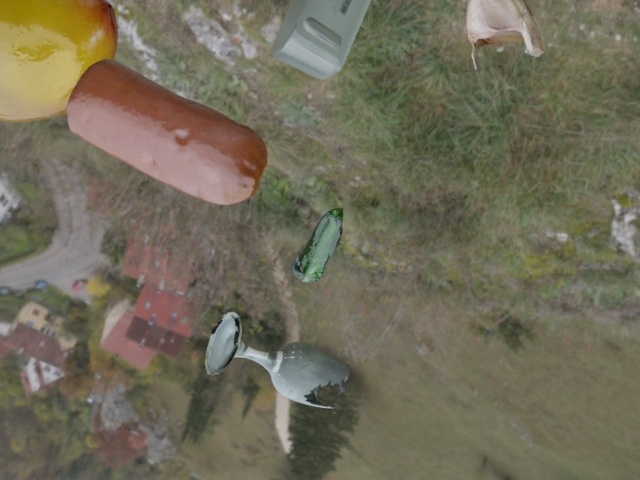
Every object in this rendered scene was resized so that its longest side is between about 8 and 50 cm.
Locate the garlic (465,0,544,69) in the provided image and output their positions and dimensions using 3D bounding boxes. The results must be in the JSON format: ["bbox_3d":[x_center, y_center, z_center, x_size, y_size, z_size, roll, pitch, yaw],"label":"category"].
[{"bbox_3d":[0.282,-0.335,0.997,0.099,0.124,0.174,-10,-178,33],"label":"garlic"}]

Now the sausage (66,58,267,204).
[{"bbox_3d":[-0.186,-0.129,0.815,0.259,0.113,0.113,28,153,10],"label":"sausage"}]

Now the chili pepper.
[{"bbox_3d":[0.003,0.001,1.318,0.062,0.108,0.216,23,140,-9],"label":"chili pepper"}]

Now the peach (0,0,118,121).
[{"bbox_3d":[-0.546,-0.369,1.224,0.289,0.308,0.289,36,139,39],"label":"peach"}]

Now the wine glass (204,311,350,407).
[{"bbox_3d":[-0.087,0.268,1.409,0.321,0.143,0.143,24,152,-27],"label":"wine glass"}]

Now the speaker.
[{"bbox_3d":[0.025,-0.691,1.906,0.184,0.406,0.183,25,174,-23],"label":"speaker"}]
